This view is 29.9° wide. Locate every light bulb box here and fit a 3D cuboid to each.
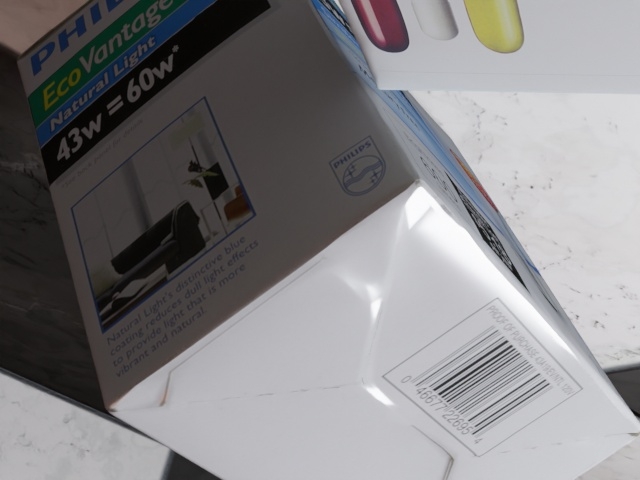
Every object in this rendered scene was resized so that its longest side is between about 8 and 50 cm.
[{"bbox_3d":[0.000,0.000,0.873,0.225,0.361,0.358,-36,136,11],"label":"light bulb box"}]

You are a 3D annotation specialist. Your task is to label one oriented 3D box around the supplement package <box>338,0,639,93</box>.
[{"bbox_3d":[0.152,-0.197,0.622,0.262,0.204,0.145,4,152,23],"label":"supplement package"}]
